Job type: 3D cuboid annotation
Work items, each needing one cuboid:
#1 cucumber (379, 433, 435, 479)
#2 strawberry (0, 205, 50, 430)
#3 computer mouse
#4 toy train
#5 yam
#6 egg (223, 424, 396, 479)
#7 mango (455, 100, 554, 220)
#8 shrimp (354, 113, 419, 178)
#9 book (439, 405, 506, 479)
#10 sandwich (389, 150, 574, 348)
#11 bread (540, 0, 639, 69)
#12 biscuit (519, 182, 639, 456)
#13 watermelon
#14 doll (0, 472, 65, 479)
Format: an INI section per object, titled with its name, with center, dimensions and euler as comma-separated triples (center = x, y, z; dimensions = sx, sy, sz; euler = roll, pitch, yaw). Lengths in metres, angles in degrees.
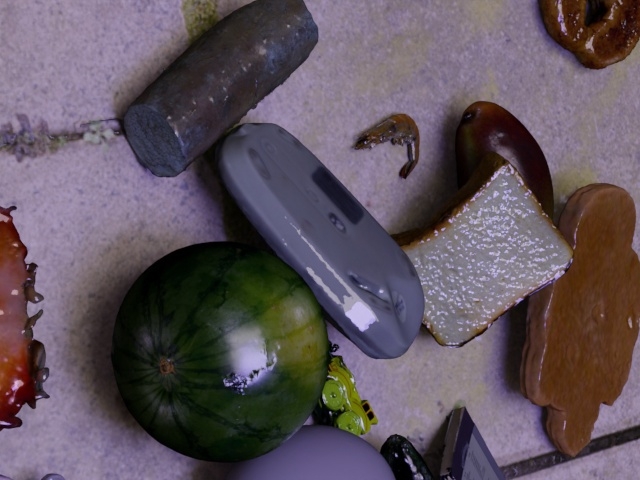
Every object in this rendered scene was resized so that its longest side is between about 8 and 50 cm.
[cucumber]
center = 0.144, 0.372, 1.924
dimensions = 0.303, 0.081, 0.072
euler = 61, 23, -12
[strawberry]
center = -0.407, 0.105, 1.523
dimensions = 0.280, 0.150, 0.253
euler = -15, 74, -35
[computer mouse]
center = -0.005, 0.003, 1.821
dimensions = 0.331, 0.095, 0.197
euler = 49, 24, -1
[toy train]
center = -0.013, 0.132, 1.870
dimensions = 0.085, 0.053, 0.249
euler = -37, 106, -43
[yam]
center = -0.114, -0.187, 1.795
dimensions = 0.259, 0.106, 0.106
euler = -46, 112, -31
[egg]
center = -0.014, 0.297, 1.766
dimensions = 0.232, 0.176, 0.176
euler = 9, 79, -52
[mango]
center = 0.246, -0.054, 2.047
dimensions = 0.133, 0.111, 0.267
euler = -21, 104, -46
[shrimp]
center = 0.091, -0.115, 1.991
dimensions = 0.114, 0.023, 0.083
euler = -24, 102, -40
[book]
center = 0.217, 0.346, 1.991
dimensions = 0.231, 0.026, 0.157
euler = 60, 22, -17
[sandwich]
center = 0.191, 0.016, 1.959
dimensions = 0.215, 0.065, 0.186
euler = -39, 110, 3
[bread]
center = 0.385, -0.339, 2.214
dimensions = 0.193, 0.064, 0.193
euler = 0, 91, -34
[biscuit]
center = 0.358, 0.108, 2.116
dimensions = 0.269, 0.051, 0.376
euler = 3, 96, -49
[watermelon]
center = -0.108, 0.120, 1.685
dimensions = 0.242, 0.242, 0.242
euler = 5, 82, -37
[doll]
center = -0.371, 0.375, 1.548
dimensions = 0.160, 0.094, 0.365
euler = 50, 60, -25
